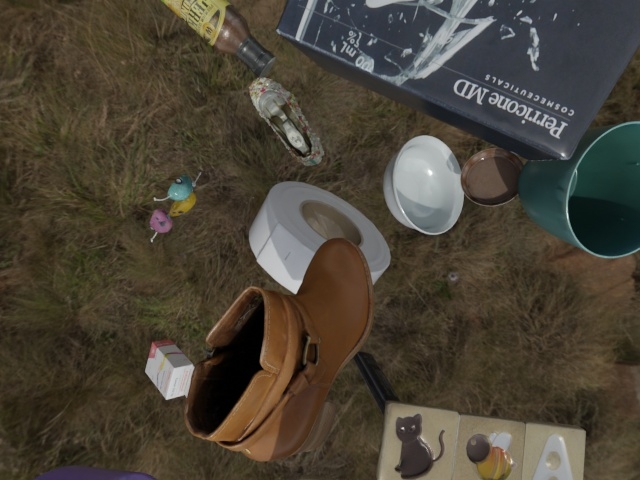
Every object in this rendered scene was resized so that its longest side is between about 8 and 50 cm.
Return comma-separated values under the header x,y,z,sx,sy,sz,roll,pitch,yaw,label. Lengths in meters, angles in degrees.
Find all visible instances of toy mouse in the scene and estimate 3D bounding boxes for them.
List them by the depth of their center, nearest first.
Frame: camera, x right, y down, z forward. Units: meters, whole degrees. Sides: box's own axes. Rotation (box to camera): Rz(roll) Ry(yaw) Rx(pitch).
x,y,z,sx,sy,sz,roll,pitch,yaw,label
-0.262,-0.062,0.727,0.031,0.143,0.161,34,86,-4,toy mouse

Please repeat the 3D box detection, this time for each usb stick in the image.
x,y,z,sx,sy,sz,roll,pitch,yaw,label
0.161,0.397,1.077,0.077,0.278,0.045,22,106,-26,usb stick

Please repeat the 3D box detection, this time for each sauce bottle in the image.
x,y,z,sx,sy,sz,roll,pitch,yaw,label
-0.263,-0.554,1.015,0.344,0.111,0.111,39,89,-10,sauce bottle

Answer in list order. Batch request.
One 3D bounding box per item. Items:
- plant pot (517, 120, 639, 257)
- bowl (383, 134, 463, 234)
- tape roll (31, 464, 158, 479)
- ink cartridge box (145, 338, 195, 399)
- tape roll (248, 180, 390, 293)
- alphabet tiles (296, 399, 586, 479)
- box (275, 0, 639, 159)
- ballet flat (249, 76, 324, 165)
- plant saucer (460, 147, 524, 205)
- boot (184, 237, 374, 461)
x,y,z,sx,sy,sz,roll,pitch,yaw,label
0.630,-0.131,0.978,0.293,0.235,0.293,-3,105,-11,plant pot
0.292,-0.161,1.246,0.297,0.134,0.298,2,86,-33,bowl
-0.220,0.309,0.359,0.080,0.189,0.189,-2,97,16,tape roll
-0.473,0.415,1.287,0.067,0.198,0.115,4,107,-49,ink cartridge box
0.000,0.000,0.839,0.286,0.286,0.100,28,119,-11,tape roll
0.102,0.301,0.289,0.285,0.011,0.343,11,82,-10,alphabet tiles
0.262,-0.439,0.646,0.479,0.297,0.472,28,108,11,box
-0.077,-0.271,0.910,0.091,0.077,0.241,-40,92,15,ballet flat
0.479,-0.173,1.135,0.168,0.029,0.168,-6,76,24,plant saucer
-0.032,0.086,0.447,0.109,0.220,0.283,10,67,28,boot
